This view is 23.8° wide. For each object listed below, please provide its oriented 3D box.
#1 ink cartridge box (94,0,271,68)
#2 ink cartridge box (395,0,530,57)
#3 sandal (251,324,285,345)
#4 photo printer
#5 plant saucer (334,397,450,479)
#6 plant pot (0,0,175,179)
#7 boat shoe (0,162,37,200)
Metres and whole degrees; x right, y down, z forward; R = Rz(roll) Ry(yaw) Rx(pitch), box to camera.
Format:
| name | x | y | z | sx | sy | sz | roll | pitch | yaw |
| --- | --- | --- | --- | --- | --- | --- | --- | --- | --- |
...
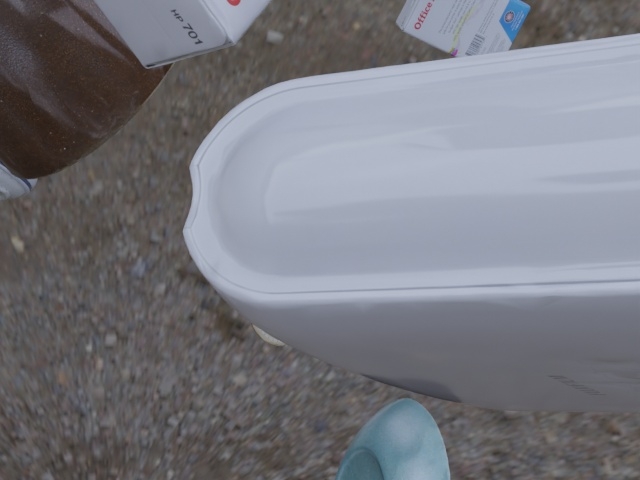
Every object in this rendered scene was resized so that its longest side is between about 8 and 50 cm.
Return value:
| name | x | y | z | sx | sy | sz | roll | pitch | yaw |
| --- | --- | --- | --- | --- | --- | --- | --- | --- | --- |
| ink cartridge box | -0.062 | -0.209 | 0.829 | 0.139 | 0.082 | 0.190 | 54 | 53 | -26 |
| ink cartridge box | 0.159 | -0.254 | 1.708 | 0.122 | 0.052 | 0.088 | 23 | 104 | -16 |
| sandal | -0.006 | -0.002 | 1.515 | 0.088 | 0.079 | 0.240 | 17 | 94 | -26 |
| photo printer | 0.118 | 0.006 | 0.605 | 0.307 | 0.256 | 0.107 | -3 | 74 | 33 |
| plant saucer | 0.047 | 0.228 | 1.280 | 0.037 | 0.195 | 0.195 | 9 | 75 | -23 |
| plant pot | -0.256 | -0.204 | 1.221 | 0.230 | 0.215 | 0.215 | 45 | 72 | -32 |
| boat shoe | -0.468 | -0.069 | 1.589 | 0.367 | 0.136 | 0.156 | 20 | 68 | -40 |
